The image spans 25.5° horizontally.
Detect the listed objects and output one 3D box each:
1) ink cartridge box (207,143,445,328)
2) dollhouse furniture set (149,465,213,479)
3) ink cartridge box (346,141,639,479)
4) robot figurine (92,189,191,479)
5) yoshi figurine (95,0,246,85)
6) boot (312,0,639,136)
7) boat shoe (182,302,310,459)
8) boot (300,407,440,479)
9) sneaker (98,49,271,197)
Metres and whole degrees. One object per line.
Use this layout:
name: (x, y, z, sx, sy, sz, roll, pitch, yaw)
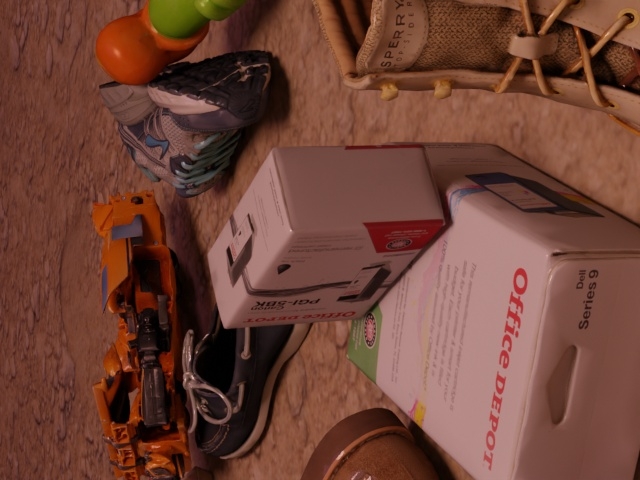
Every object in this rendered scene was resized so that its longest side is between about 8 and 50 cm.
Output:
ink cartridge box: (0.000, 0.000, 0.845, 0.135, 0.099, 0.056, 126, 136, -56)
dollhouse furniture set: (-0.164, 0.241, 1.431, 0.114, 0.081, 0.091, 133, 130, -55)
ink cartridge box: (0.106, 0.042, 0.847, 0.212, 0.093, 0.154, -139, 52, -60)
robot figurine: (-0.174, 0.107, 1.372, 0.211, 0.085, 0.291, 88, 175, -51)
yoshi figurine: (-0.105, -0.261, 1.091, 0.362, 0.203, 0.203, -33, 36, 51)
boot: (0.120, -0.092, 0.679, 0.262, 0.203, 0.095, -124, 40, -51)
boat shoe: (-0.079, 0.112, 1.250, 0.254, 0.079, 0.095, -61, 41, 47)
boot: (0.019, 0.278, 1.038, 0.115, 0.112, 0.305, 45, 130, 41)
sneaker: (-0.109, -0.104, 1.308, 0.283, 0.110, 0.122, 10, 119, 65)
